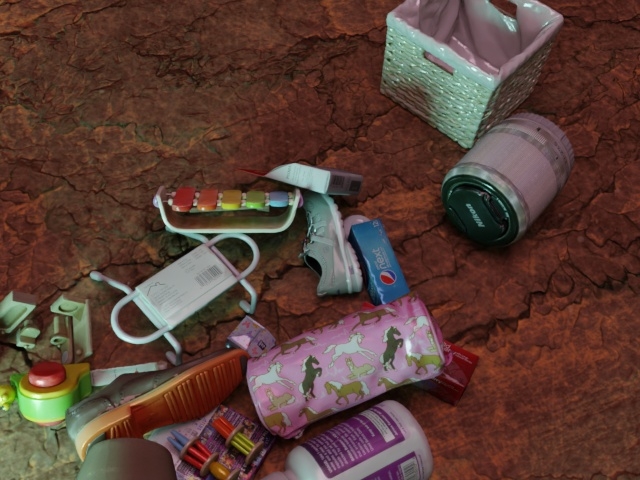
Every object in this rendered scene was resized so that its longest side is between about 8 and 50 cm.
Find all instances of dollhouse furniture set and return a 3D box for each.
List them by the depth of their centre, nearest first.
[{"bbox_3d":[-0.553,0.186,1.776,0.151,0.144,0.123,19,45,-39],"label":"dollhouse furniture set"}]

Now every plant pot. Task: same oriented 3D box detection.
[{"bbox_3d":[-0.336,0.467,1.530,0.263,0.263,0.229,1,53,-6],"label":"plant pot"}]

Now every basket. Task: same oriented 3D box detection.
[{"bbox_3d":[0.368,-0.470,2.269,0.328,0.266,0.331,37,60,18],"label":"basket"}]

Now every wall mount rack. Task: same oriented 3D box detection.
[{"bbox_3d":[-0.309,0.087,1.891,0.350,0.130,0.304,-35,68,-27],"label":"wall mount rack"}]

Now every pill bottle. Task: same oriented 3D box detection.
[{"bbox_3d":[0.042,0.428,1.654,0.302,0.169,0.169,-23,60,-21],"label":"pill bottle"}]

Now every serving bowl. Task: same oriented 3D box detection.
[{"bbox_3d":[0.087,-0.028,2.069,0.083,0.027,0.083,3,55,-5],"label":"serving bowl"}]

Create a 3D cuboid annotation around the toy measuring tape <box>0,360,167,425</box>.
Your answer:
[{"bbox_3d":[-0.454,0.288,1.732,0.330,0.121,0.121,-4,55,-15],"label":"toy measuring tape"}]

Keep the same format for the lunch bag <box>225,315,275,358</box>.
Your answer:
[{"bbox_3d":[-0.141,0.207,1.863,0.083,0.053,0.071,37,60,8],"label":"lunch bag"}]

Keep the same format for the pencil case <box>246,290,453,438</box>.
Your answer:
[{"bbox_3d":[0.055,0.238,1.733,0.386,0.167,0.160,-24,33,1],"label":"pencil case"}]

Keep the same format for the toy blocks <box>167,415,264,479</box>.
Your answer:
[{"bbox_3d":[-0.198,0.377,1.681,0.148,0.054,0.123,34,59,16],"label":"toy blocks"}]

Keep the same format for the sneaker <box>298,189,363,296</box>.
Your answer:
[{"bbox_3d":[0.000,0.000,1.994,0.115,0.105,0.281,-16,54,-9],"label":"sneaker"}]

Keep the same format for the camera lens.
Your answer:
[{"bbox_3d":[0.426,-0.137,2.067,0.219,0.219,0.274,35,58,18],"label":"camera lens"}]

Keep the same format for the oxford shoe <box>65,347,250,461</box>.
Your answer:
[{"bbox_3d":[-0.306,0.277,1.705,0.364,0.130,0.133,-23,43,-25],"label":"oxford shoe"}]

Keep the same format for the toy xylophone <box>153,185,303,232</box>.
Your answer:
[{"bbox_3d":[-0.201,-0.076,1.966,0.323,0.081,0.236,-2,15,-12],"label":"toy xylophone"}]

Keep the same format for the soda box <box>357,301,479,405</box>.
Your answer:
[{"bbox_3d":[0.184,0.231,1.856,0.263,0.092,0.083,25,55,12],"label":"soda box"}]

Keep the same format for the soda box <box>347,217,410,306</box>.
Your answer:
[{"bbox_3d":[0.128,0.061,1.973,0.071,0.067,0.210,-14,63,-14],"label":"soda box"}]

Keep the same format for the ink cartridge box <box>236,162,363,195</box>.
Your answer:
[{"bbox_3d":[-0.045,-0.153,2.028,0.232,0.066,0.189,21,10,23],"label":"ink cartridge box"}]

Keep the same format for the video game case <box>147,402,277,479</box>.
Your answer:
[{"bbox_3d":[-0.228,0.415,1.710,0.210,0.041,0.232,25,56,12],"label":"video game case"}]
